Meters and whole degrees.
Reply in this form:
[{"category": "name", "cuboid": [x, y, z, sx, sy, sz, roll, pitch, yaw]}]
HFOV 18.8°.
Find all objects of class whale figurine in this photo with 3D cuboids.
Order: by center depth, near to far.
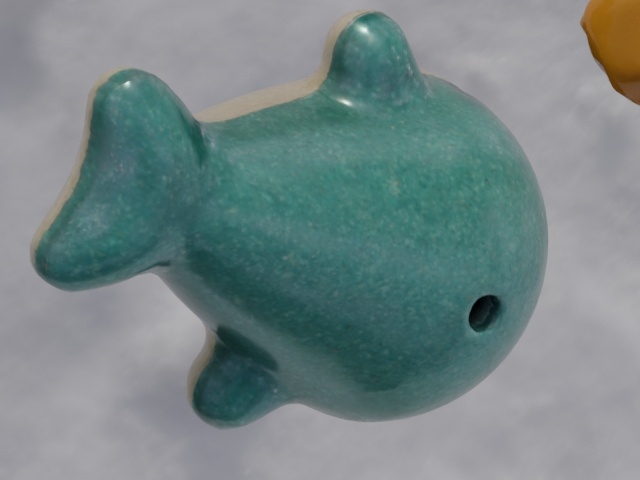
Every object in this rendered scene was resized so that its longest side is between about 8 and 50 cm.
[{"category": "whale figurine", "cuboid": [0.000, 0.000, 0.905, 0.141, 0.272, 0.216, 33, 103, 41]}]

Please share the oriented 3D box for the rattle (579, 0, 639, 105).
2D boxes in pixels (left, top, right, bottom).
[{"category": "rattle", "cuboid": [0.150, -0.040, 0.720, 0.143, 0.199, 0.130, 33, 135, 4]}]
